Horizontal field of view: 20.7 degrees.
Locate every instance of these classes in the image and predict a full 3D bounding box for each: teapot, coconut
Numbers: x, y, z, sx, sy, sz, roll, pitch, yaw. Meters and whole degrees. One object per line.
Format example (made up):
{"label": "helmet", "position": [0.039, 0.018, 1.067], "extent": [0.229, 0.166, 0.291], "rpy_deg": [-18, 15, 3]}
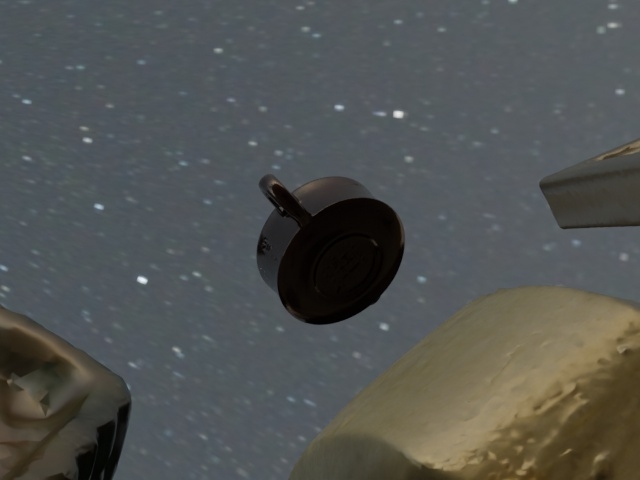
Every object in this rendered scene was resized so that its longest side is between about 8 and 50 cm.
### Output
{"label": "teapot", "position": [0.000, 0.000, 0.816], "extent": [0.068, 0.045, 0.100], "rpy_deg": [-44, -49, -2]}
{"label": "coconut", "position": [0.128, 0.188, 0.987], "extent": [0.323, 0.323, 0.323], "rpy_deg": [-3, -82, -25]}

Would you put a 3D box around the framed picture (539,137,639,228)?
{"label": "framed picture", "position": [0.204, -0.064, 0.426], "extent": [0.289, 0.211, 0.020], "rpy_deg": [-22, -89, -1]}

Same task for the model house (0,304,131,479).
{"label": "model house", "position": [-0.271, 0.239, 0.883], "extent": [0.400, 0.395, 0.445], "rpy_deg": [6, -70, -22]}
